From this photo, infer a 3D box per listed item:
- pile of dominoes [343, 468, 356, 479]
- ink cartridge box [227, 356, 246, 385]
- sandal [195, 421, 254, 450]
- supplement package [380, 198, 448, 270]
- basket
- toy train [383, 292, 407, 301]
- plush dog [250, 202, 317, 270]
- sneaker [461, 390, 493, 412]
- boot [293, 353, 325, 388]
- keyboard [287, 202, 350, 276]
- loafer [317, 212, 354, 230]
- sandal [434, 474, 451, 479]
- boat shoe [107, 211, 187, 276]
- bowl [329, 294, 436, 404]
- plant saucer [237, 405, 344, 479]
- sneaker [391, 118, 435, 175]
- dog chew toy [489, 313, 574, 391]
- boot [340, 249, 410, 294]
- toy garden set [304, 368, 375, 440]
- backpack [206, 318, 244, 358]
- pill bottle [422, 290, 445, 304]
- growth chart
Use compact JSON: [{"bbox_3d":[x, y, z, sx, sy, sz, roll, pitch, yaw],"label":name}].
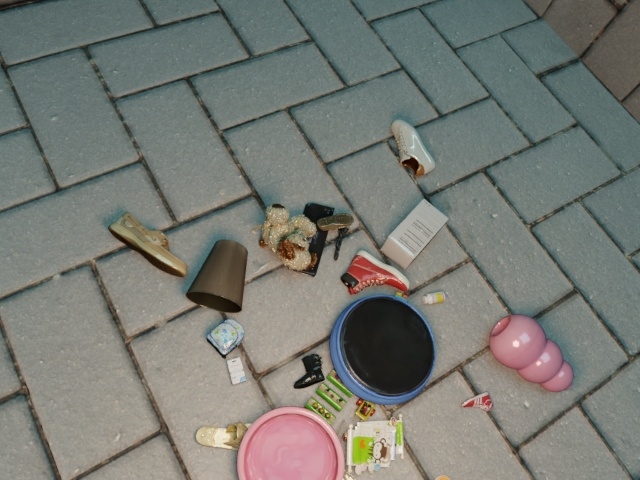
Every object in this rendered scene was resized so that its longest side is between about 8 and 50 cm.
[{"bbox_3d":[-0.034,0.768,1.623,0.251,0.040,0.196,-31,74,-13],"label":"pile of dominoes"},{"bbox_3d":[-0.290,0.452,1.718,0.048,0.028,0.083,-13,68,-16],"label":"ink cartridge box"},{"bbox_3d":[-0.281,0.632,1.606,0.240,0.079,0.088,3,64,-9],"label":"sandal"},{"bbox_3d":[0.377,-0.023,2.005,0.134,0.139,0.244,40,66,11],"label":"supplement package"},{"bbox_3d":[-0.355,0.123,1.801,0.204,0.154,0.227,15,59,-5],"label":"basket"},{"bbox_3d":[0.266,0.268,1.902,0.166,0.046,0.125,-15,74,-16],"label":"toy train"},{"bbox_3d":[-0.121,0.016,1.855,0.210,0.262,0.225,-44,55,15],"label":"plush dog"},{"bbox_3d":[0.571,0.597,1.798,0.118,0.042,0.067,-15,65,-19],"label":"sneaker"},{"bbox_3d":[-0.045,0.458,1.750,0.121,0.045,0.099,-20,55,3],"label":"boot"},{"bbox_3d":[0.000,0.000,1.987,0.201,0.033,0.317,14,64,4],"label":"keyboard"},{"bbox_3d":[0.059,-0.072,1.981,0.148,0.050,0.056,-6,66,-5],"label":"loafer"},{"bbox_3d":[0.422,0.904,1.605,0.102,0.076,0.265,-3,65,-11],"label":"sandal"},{"bbox_3d":[-0.613,0.009,1.820,0.341,0.122,0.110,33,64,8],"label":"boat shoe"},{"bbox_3d":[0.229,0.378,1.765,0.391,0.077,0.391,6,64,-11],"label":"bowl"},{"bbox_3d":[-0.090,0.688,1.558,0.332,0.084,0.332,-1,81,3],"label":"plant saucer"},{"bbox_3d":[0.384,-0.414,2.210,0.123,0.106,0.290,-26,73,-23],"label":"sneaker"},{"bbox_3d":[0.790,0.428,1.838,0.332,0.206,0.206,42,65,2],"label":"dog chew toy"},{"bbox_3d":[0.206,0.168,1.916,0.244,0.088,0.176,29,63,13],"label":"boot"},{"bbox_3d":[0.060,0.581,1.681,0.204,0.049,0.244,38,52,9],"label":"toy garden set"},{"bbox_3d":[-0.325,0.333,1.738,0.105,0.084,0.114,45,63,9],"label":"backpack"},{"bbox_3d":[0.443,0.226,1.951,0.083,0.043,0.043,-8,67,-14],"label":"pill bottle"},{"bbox_3d":[0.186,0.682,1.663,0.237,0.021,0.172,2,74,-27],"label":"growth chart"}]
